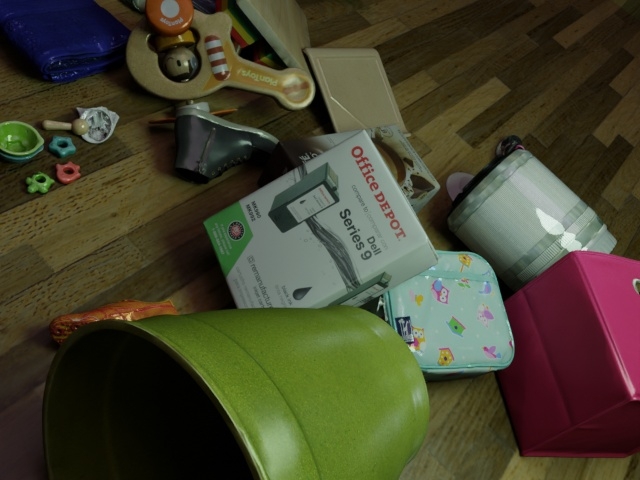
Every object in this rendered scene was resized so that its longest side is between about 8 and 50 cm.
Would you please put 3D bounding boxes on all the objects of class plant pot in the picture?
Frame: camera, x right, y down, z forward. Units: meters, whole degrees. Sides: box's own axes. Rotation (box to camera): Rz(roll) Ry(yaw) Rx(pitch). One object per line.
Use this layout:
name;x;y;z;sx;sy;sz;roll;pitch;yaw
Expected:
plant pot;-0.059;0.229;0.730;0.353;0.366;0.366;-13;61;-50

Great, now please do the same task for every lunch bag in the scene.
lunch bag;0.186;0.117;1.054;0.279;0.108;0.224;7;65;-33

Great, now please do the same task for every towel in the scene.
towel;-0.511;-0.415;1.156;0.308;0.076;0.228;43;39;9

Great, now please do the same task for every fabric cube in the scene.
fabric cube;0.478;0.204;1.083;0.254;0.259;0.258;11;51;-24

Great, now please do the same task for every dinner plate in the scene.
dinner plate;0.348;-0.104;1.427;0.141;0.017;0.141;15;50;-18

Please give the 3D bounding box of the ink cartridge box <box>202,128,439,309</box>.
ink cartridge box;0.000;0.000;0.953;0.211;0.289;0.121;63;8;24

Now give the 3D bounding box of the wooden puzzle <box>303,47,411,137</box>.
wooden puzzle;0.080;-0.318;1.392;0.221;0.044;0.238;-16;80;-42

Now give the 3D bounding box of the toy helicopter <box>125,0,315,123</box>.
toy helicopter;-0.183;-0.302;1.181;0.355;0.140;0.235;12;88;-17

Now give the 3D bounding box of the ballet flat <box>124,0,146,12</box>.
ballet flat;-0.325;-0.487;1.312;0.188;0.070;0.070;13;49;-19

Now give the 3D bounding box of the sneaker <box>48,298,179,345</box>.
sneaker;-0.283;0.115;0.873;0.175;0.064;0.067;2;34;-34

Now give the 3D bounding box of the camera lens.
camera lens;0.408;-0.028;1.255;0.274;0.219;0.219;46;46;10

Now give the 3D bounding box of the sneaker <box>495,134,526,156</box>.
sneaker;0.474;-0.210;1.540;0.072;0.077;0.178;32;45;-5

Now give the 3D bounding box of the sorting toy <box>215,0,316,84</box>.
sorting toy;-0.122;-0.470;1.335;0.255;0.089;0.257;43;31;-46

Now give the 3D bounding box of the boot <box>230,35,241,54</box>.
boot;-0.208;-0.392;1.315;0.085;0.059;0.158;12;51;-15

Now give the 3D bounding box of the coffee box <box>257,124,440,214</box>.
coffee box;0.056;-0.107;1.190;0.297;0.119;0.168;-16;65;-37

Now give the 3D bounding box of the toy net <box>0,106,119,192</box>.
toy net;-0.406;-0.167;1.028;0.122;0.045;0.232;41;46;6

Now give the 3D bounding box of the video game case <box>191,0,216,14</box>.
video game case;-0.257;-0.538;1.371;0.196;0.026;0.274;34;29;-1

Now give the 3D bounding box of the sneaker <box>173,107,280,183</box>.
sneaker;-0.165;-0.146;1.141;0.222;0.083;0.118;14;71;-33
